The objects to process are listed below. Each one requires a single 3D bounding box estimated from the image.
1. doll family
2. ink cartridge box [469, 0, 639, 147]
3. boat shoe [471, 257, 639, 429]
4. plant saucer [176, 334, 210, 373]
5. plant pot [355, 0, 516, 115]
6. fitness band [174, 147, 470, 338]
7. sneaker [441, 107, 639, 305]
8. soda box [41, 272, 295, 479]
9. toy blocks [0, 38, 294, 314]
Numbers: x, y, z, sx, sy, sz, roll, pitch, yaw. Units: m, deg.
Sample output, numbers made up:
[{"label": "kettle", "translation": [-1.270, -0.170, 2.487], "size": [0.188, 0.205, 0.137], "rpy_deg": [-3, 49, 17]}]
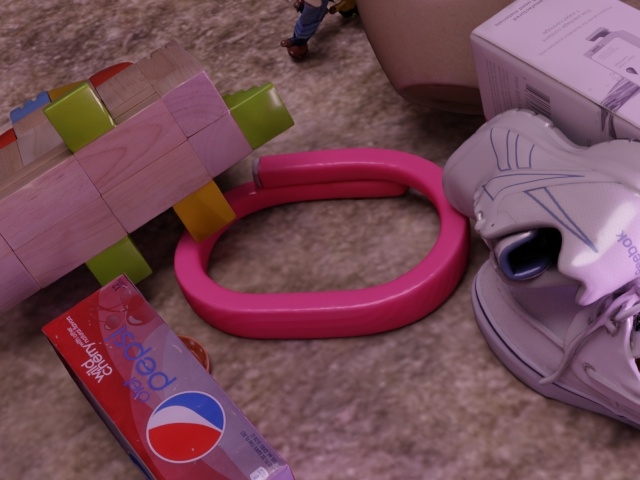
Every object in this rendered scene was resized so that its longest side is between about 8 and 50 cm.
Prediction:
[{"label": "doll family", "translation": [0.016, -0.285, 1.366], "size": [0.193, 0.111, 0.076], "rpy_deg": [-29, 79, -28]}, {"label": "ink cartridge box", "translation": [0.274, -0.075, 1.012], "size": [0.117, 0.207, 0.283], "rpy_deg": [-36, 48, -15]}, {"label": "boat shoe", "translation": [0.257, 0.078, 0.905], "size": [0.136, 0.156, 0.367], "rpy_deg": [-36, 48, -19]}, {"label": "plant saucer", "translation": [-0.142, 0.124, 1.081], "size": [0.083, 0.013, 0.083], "rpy_deg": [-9, 46, 9]}, {"label": "plant pot", "translation": [0.157, -0.234, 1.192], "size": [0.284, 0.284, 0.191], "rpy_deg": [7, 85, 22]}, {"label": "fitness band", "translation": [0.000, 0.000, 1.130], "size": [0.291, 0.054, 0.209], "rpy_deg": [-4, 47, 15]}, {"label": "sneaker", "translation": [0.170, -0.028, 0.952], "size": [0.129, 0.111, 0.297], "rpy_deg": [-36, 20, -14]}, {"label": "soda box", "translation": [-0.128, 0.149, 0.989], "size": [0.092, 0.083, 0.263], "rpy_deg": [-35, 52, -15]}, {"label": "toy blocks", "translation": [-0.243, -0.087, 1.199], "size": [0.381, 0.191, 0.261], "rpy_deg": [-33, 27, -4]}]
